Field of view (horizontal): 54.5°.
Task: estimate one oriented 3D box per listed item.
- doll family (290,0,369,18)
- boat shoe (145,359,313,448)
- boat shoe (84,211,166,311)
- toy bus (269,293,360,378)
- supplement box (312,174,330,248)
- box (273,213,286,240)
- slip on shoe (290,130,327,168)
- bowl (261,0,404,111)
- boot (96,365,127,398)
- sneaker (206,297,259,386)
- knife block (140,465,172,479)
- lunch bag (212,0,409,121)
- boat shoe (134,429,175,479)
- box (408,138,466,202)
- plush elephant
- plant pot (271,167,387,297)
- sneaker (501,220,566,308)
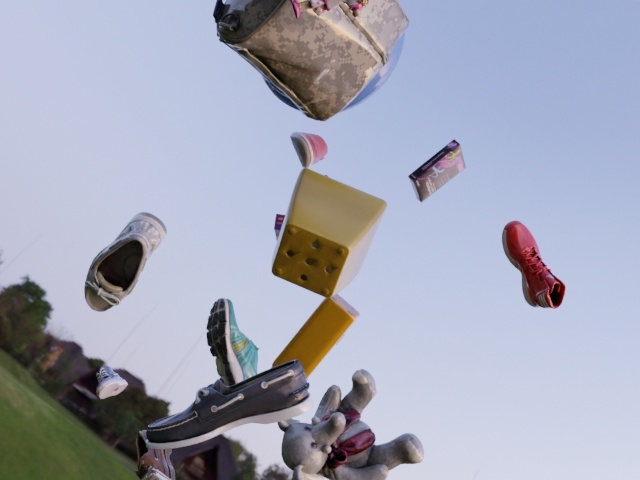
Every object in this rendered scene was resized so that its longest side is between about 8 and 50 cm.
[{"bbox_3d":[0.005,-0.463,0.912,0.118,0.163,0.263,71,0,-75],"label":"doll family"},{"bbox_3d":[-0.168,0.288,1.104,0.114,0.302,0.091,-176,-108,-81],"label":"boat shoe"},{"bbox_3d":[-0.471,0.067,1.446,0.118,0.103,0.320,40,-60,-13],"label":"boat shoe"},{"bbox_3d":[-0.030,0.305,1.770,0.108,0.333,0.130,40,11,8],"label":"toy bus"},{"bbox_3d":[0.006,-0.044,1.514,0.114,0.111,0.220,42,-19,15],"label":"supplement box"},{"bbox_3d":[-0.006,-0.022,2.090,0.293,0.057,0.201,9,-11,-1],"label":"box"},{"bbox_3d":[-0.031,-0.296,1.980,0.331,0.101,0.123,-69,137,-84],"label":"slip on shoe"},{"bbox_3d":[0.012,-0.514,1.552,0.391,0.391,0.077,25,-1,20],"label":"bowl"},{"bbox_3d":[-0.655,0.426,1.886,0.086,0.069,0.190,43,-12,8],"label":"boot"},{"bbox_3d":[-0.218,0.281,1.601,0.107,0.110,0.275,-22,-99,50],"label":"sneaker"},{"bbox_3d":[-0.372,0.698,1.611,0.242,0.088,0.275,39,-21,-3],"label":"knife block"},{"bbox_3d":[-0.023,-0.394,1.144,0.212,0.256,0.305,26,-6,41],"label":"lunch bag"},{"bbox_3d":[-0.519,0.706,1.903,0.104,0.111,0.307,26,11,-26],"label":"boat shoe"},{"bbox_3d":[0.319,-0.187,1.694,0.029,0.162,0.116,52,0,34],"label":"box"},{"bbox_3d":[0.020,0.472,1.467,0.255,0.330,0.272,31,23,-53],"label":"plush elephant"},{"bbox_3d":[0.000,0.000,1.375,0.212,0.187,0.212,23,-57,5],"label":"plant pot"},{"bbox_3d":[0.506,0.056,1.435,0.221,0.087,0.128,64,-10,-7],"label":"sneaker"}]
